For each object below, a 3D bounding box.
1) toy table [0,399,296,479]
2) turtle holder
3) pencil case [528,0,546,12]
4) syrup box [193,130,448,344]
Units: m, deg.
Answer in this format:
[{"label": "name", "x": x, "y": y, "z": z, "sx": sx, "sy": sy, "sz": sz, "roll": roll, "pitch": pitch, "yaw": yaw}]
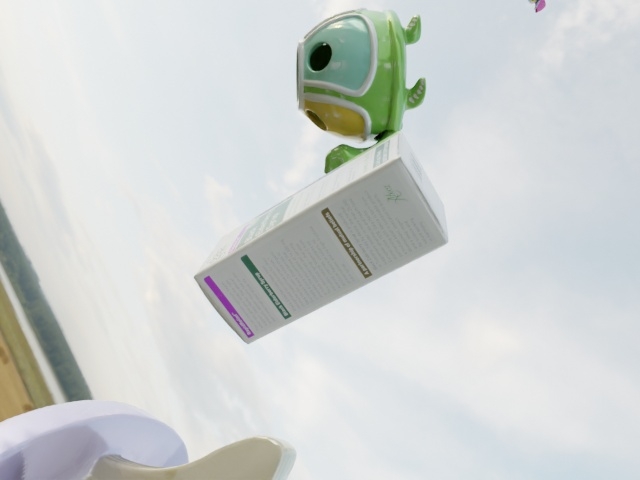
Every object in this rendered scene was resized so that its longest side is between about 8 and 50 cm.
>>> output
[{"label": "toy table", "x": -0.135, "y": 0.225, "z": 0.394, "sx": 0.160, "sy": 0.274, "sz": 0.252, "roll": 22, "pitch": -89, "yaw": 26}, {"label": "turtle holder", "x": 0.066, "y": -0.289, "z": 1.123, "sx": 0.243, "sy": 0.227, "sz": 0.321, "roll": -110, "pitch": -159, "yaw": -72}, {"label": "pencil case", "x": 0.318, "y": -0.494, "z": 0.925, "sx": 0.236, "sy": 0.104, "sz": 0.104, "roll": 53, "pitch": -28, "yaw": -2}, {"label": "syrup box", "x": 0.000, "y": 0.000, "z": 0.566, "sx": 0.236, "sy": 0.093, "sz": 0.096, "roll": -28, "pitch": -73, "yaw": 20}]
